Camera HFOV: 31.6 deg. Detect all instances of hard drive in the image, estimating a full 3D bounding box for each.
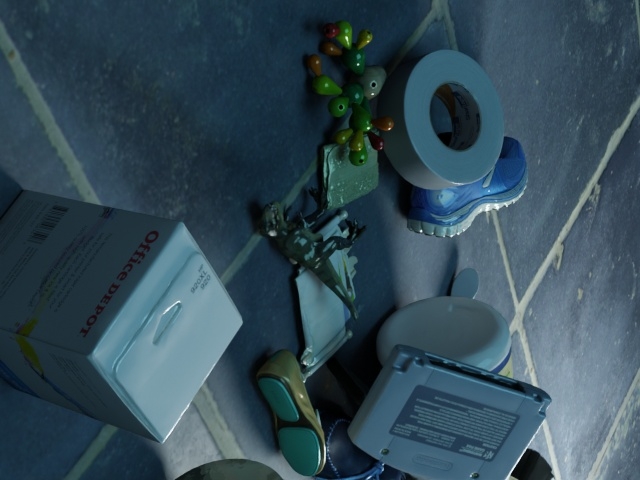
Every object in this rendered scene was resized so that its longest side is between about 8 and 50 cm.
[{"bbox_3d":[0.067,0.249,1.842,0.022,0.094,0.135,-42,142,1],"label":"hard drive"}]

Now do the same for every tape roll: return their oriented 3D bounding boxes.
[{"bbox_3d":[0.196,-0.194,1.832,0.219,0.072,0.219,6,79,-36],"label":"tape roll"}]

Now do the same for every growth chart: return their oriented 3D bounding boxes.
[{"bbox_3d":[0.009,0.084,1.763,0.172,0.021,0.237,-33,127,-48],"label":"growth chart"}]

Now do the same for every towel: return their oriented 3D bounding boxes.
[{"bbox_3d":[0.047,-0.111,1.753,0.148,0.027,0.110,-28,124,-50],"label":"towel"}]

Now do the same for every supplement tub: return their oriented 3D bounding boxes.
[{"bbox_3d":[0.225,0.280,1.961,0.228,0.228,0.316,-42,132,-42],"label":"supplement tub"}]

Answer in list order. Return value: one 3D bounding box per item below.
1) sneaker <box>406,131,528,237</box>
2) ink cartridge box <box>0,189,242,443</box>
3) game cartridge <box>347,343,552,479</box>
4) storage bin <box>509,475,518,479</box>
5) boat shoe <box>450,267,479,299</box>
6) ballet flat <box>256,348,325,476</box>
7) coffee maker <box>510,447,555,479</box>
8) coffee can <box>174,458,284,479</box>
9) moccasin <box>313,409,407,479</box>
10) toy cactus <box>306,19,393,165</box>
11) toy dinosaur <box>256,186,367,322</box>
[{"bbox_3d":[0.268,-0.126,1.990,0.330,0.129,0.147,-34,129,-47],"label":"sneaker"},{"bbox_3d":[-0.239,0.076,1.192,0.171,0.232,0.168,-58,142,-27],"label":"ink cartridge box"},{"bbox_3d":[0.200,0.287,1.795,0.297,0.062,0.198,20,115,-24],"label":"game cartridge"},{"bbox_3d":[0.314,0.605,2.218,0.262,0.123,0.261,-25,123,-76],"label":"storage bin"},{"bbox_3d":[0.262,0.121,2.143,0.040,0.049,0.142,107,1,-78],"label":"boat shoe"},{"bbox_3d":[-0.032,0.259,1.711,0.073,0.080,0.232,-62,146,-44],"label":"ballet flat"},{"bbox_3d":[0.415,0.533,2.430,0.178,0.120,0.171,-55,140,-32],"label":"coffee maker"},{"bbox_3d":[-0.106,0.465,1.547,0.201,0.201,0.275,-47,136,-39],"label":"coffee can"},{"bbox_3d":[0.088,0.378,1.887,0.342,0.116,0.138,47,62,-50],"label":"moccasin"},{"bbox_3d":[0.061,-0.228,1.678,0.180,0.112,0.219,-46,121,-58],"label":"toy cactus"},{"bbox_3d":[0.000,0.000,1.666,0.268,0.064,0.118,45,68,-37],"label":"toy dinosaur"}]
